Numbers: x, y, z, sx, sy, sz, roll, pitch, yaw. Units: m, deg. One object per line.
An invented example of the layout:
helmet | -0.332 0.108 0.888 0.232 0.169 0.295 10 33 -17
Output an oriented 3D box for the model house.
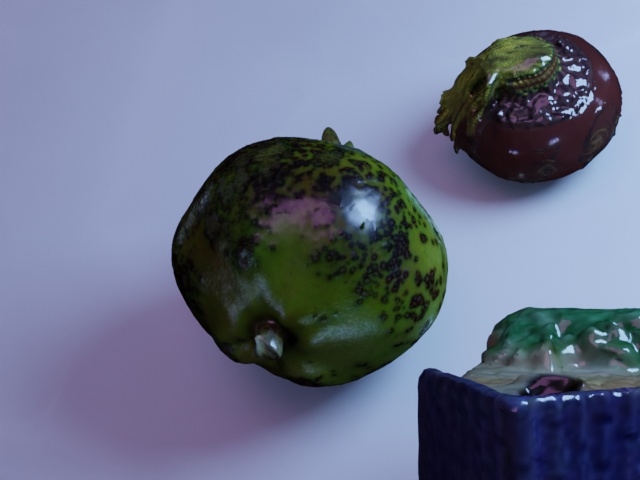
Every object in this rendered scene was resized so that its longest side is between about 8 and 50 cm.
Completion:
model house | 0.213 0.173 0.662 0.312 0.280 0.245 3 93 23

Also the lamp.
lamp | 0.196 -0.132 1.047 0.157 0.135 0.156 -42 52 -18

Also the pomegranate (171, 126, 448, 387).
pomegranate | -0.009 0.012 0.986 0.222 0.276 0.204 33 96 -6
